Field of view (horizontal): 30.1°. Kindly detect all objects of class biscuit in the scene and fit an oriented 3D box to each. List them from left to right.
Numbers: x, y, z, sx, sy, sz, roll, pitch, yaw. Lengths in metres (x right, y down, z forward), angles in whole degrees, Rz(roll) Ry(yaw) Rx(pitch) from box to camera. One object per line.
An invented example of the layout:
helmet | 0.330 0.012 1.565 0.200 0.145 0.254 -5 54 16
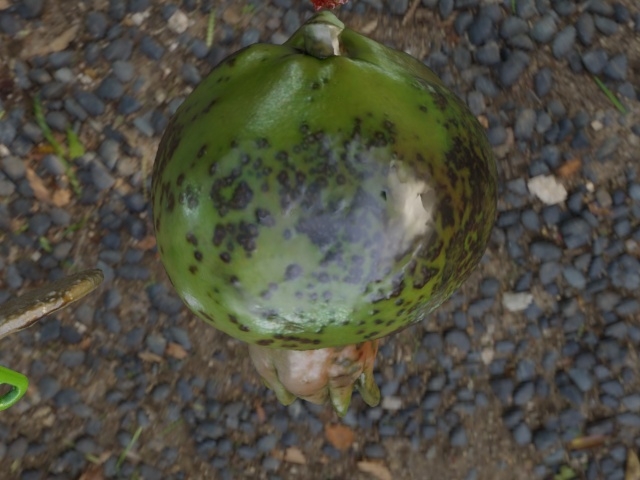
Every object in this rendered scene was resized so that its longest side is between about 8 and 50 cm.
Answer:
biscuit | -0.187 0.045 0.728 0.120 0.120 0.015 -23 97 12

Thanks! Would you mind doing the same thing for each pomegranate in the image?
pomegranate | -0.007 -0.011 0.783 0.222 0.204 0.276 -13 155 -21

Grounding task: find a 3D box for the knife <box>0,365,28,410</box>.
knife | -0.207 0.071 0.659 0.078 0.166 0.023 -37 72 2

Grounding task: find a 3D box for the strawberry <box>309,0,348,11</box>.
strawberry | 0.074 -0.390 1.383 0.286 0.188 0.106 -47 118 -27
